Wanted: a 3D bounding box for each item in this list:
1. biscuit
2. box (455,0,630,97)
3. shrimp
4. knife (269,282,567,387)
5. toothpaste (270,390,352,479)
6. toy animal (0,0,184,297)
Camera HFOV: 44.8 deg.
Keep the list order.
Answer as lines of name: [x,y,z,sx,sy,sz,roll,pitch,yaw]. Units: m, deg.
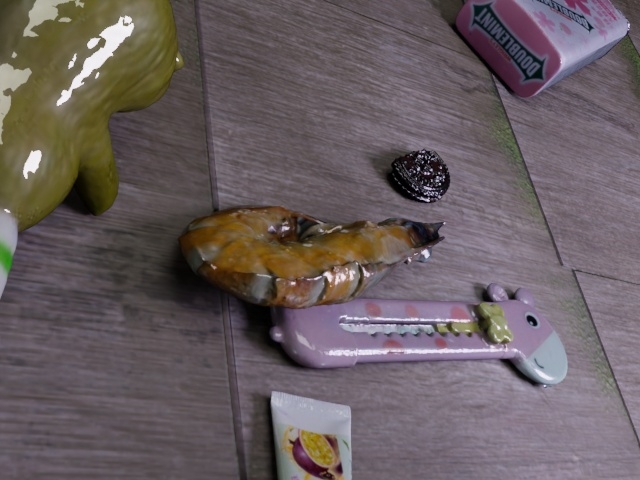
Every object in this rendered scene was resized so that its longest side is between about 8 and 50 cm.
biscuit: [0.122,-0.084,0.963,0.089,0.027,0.087,20,48,-23]
box: [0.396,-0.375,1.339,0.190,0.112,0.370,51,44,6]
shrimp: [0.000,0.000,0.764,0.317,0.062,0.164,-10,38,-44]
knife: [0.119,0.093,0.812,0.399,0.038,0.132,5,52,-34]
toothpaste: [0.000,0.260,0.587,0.058,0.056,0.314,61,19,-47]
toy animal: [-0.245,-0.084,0.601,0.181,0.180,0.362,27,67,-8]
